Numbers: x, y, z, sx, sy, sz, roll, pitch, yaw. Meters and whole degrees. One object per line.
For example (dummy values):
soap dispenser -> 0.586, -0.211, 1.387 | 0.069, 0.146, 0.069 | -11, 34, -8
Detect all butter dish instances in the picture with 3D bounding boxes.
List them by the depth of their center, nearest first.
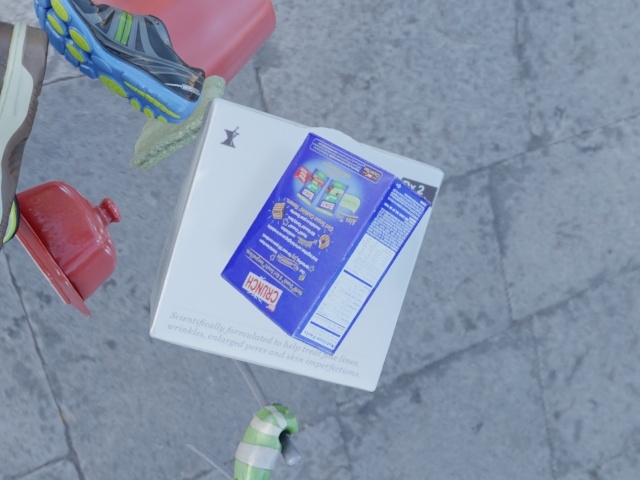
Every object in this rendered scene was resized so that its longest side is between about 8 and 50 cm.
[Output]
butter dish -> -0.296, -0.009, 1.049 | 0.118, 0.160, 0.160 | -36, 74, -15

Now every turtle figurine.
turtle figurine -> -0.013, 0.214, 0.744 | 0.266, 0.274, 0.197 | 16, 112, 1

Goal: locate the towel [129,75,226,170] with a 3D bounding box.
towel -> -0.191, -0.158, 1.166 | 0.148, 0.110, 0.027 | -27, 126, 22

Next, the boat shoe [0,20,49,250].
boat shoe -> -0.304, -0.075, 0.735 | 0.095, 0.095, 0.257 | 11, 121, -24

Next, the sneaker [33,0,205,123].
sneaker -> -0.191, -0.190, 0.828 | 0.188, 0.067, 0.078 | 38, 59, -16

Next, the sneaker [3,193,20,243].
sneaker -> -0.376, -0.095, 0.886 | 0.084, 0.097, 0.234 | -24, 93, 8

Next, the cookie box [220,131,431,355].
cookie box -> 0.000, 0.000, 0.521 | 0.040, 0.092, 0.107 | 32, 92, -41

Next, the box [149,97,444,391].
box -> -0.026, 0.000, 0.684 | 0.181, 0.119, 0.182 | 16, 94, -11

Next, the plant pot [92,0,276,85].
plant pot -> -0.225, -0.362, 1.467 | 0.243, 0.275, 0.275 | -41, 116, -16
